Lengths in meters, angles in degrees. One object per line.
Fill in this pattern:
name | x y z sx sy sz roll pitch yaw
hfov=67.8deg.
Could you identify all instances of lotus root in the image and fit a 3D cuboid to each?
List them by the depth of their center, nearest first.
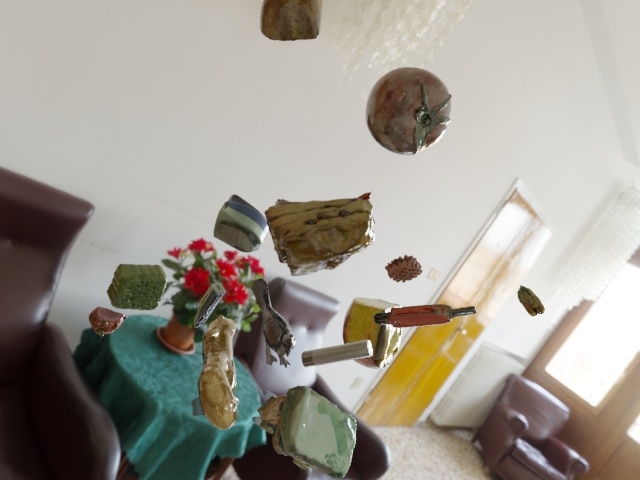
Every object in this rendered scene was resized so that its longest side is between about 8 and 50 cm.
lotus root | -0.091 -0.719 1.429 0.180 0.199 0.188 87 -2 -53

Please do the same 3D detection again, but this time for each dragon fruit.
dragon fruit | -0.915 0.354 2.038 0.147 0.102 0.096 27 24 -27

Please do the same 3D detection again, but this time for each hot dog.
hot dog | 0.625 0.177 1.426 0.133 0.056 0.041 -96 161 -58

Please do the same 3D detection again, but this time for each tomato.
tomato | 0.318 -0.469 1.731 0.316 0.317 0.282 29 12 -38

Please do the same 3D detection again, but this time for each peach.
peach | 0.230 0.427 2.209 0.242 0.306 0.380 4 4 20

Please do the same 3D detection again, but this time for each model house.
model house | -0.093 0.615 1.503 0.267 0.325 0.194 42 46 -30

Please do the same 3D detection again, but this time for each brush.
brush | 0.322 0.237 1.493 0.051 0.323 0.070 -77 147 -44

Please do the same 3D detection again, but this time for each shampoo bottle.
shampoo bottle | 0.054 0.375 1.576 0.086 0.227 0.056 37 42 -70

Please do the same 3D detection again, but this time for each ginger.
ginger | -0.310 0.384 1.426 0.363 0.122 0.348 87 -10 -72

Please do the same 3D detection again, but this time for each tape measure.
tape measure | -0.383 -0.061 2.290 0.262 0.138 0.259 34 -31 1

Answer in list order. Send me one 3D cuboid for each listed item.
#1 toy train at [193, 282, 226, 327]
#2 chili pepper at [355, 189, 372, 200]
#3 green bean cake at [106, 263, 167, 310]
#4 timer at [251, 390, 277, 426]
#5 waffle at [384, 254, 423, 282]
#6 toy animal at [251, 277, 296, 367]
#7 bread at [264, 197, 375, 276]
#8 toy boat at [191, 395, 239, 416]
toy train | -0.453 0.262 1.894 0.052 0.234 0.051 -3 50 -48
chili pepper | 0.119 -0.133 1.925 0.050 0.268 0.059 38 43 -27
green bean cake | -0.887 0.226 2.308 0.248 0.222 0.125 9 27 -39
timer | -0.154 0.731 1.924 0.255 0.175 0.175 25 7 -4
waffle | 0.183 0.064 1.037 0.083 0.075 0.029 44 32 -45
toy animal | -0.130 0.276 1.403 0.081 0.206 0.367 -9 24 -19
bread | 0.000 0.000 1.616 0.370 0.192 0.314 -1 -31 5
toy boat | -0.411 0.643 1.871 0.185 0.077 0.075 -5 55 -21
